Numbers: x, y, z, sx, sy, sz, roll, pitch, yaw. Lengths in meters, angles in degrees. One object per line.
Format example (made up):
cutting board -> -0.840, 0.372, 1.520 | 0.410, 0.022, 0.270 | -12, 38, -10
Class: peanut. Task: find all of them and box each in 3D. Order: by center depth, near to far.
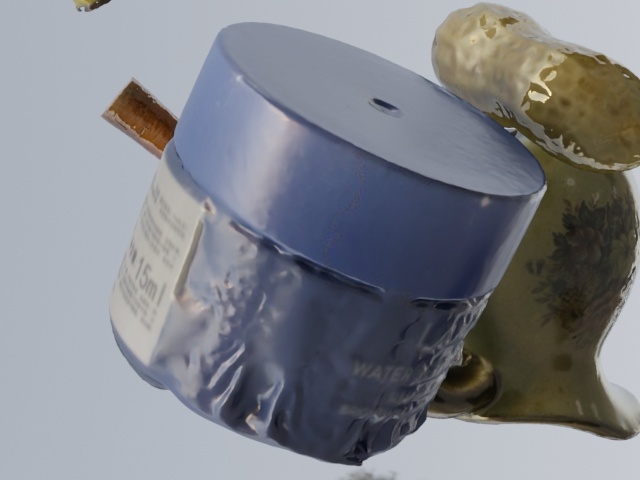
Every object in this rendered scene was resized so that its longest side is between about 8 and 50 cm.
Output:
peanut -> 0.177, -0.124, 1.145 | 0.103, 0.229, 0.098 | -15, -55, -31

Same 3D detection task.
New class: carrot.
carrot -> -0.158, -0.098, 1.644 | 0.209, 0.061, 0.061 | 41, -113, -9

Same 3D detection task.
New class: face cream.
face cream -> 0.000, 0.000, 0.992 | 0.249, 0.249, 0.225 | 4, -59, -41

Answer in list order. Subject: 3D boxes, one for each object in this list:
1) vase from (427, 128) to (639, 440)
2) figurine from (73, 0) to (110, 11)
vase -> 0.157, 0.055, 1.317 | 0.329, 0.240, 0.302 | -13, -80, -45
figurine -> -0.176, -0.250, 0.758 | 0.263, 0.143, 0.162 | 56, -154, -37
